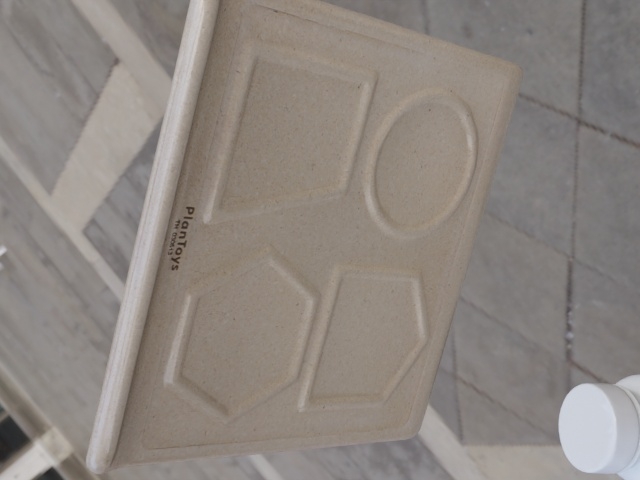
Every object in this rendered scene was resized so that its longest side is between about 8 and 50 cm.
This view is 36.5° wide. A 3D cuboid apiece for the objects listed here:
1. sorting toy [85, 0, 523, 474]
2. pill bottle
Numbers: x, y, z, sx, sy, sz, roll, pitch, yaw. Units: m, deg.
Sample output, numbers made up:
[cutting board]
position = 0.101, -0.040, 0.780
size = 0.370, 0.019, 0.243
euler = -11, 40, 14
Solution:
[sorting toy]
position = 0.000, 0.000, 0.421
size = 0.038, 0.208, 0.193
euler = 24, 104, 42
[pill bottle]
position = 0.408, 0.226, 1.158
size = 0.131, 0.229, 0.131
euler = -173, 90, -66
